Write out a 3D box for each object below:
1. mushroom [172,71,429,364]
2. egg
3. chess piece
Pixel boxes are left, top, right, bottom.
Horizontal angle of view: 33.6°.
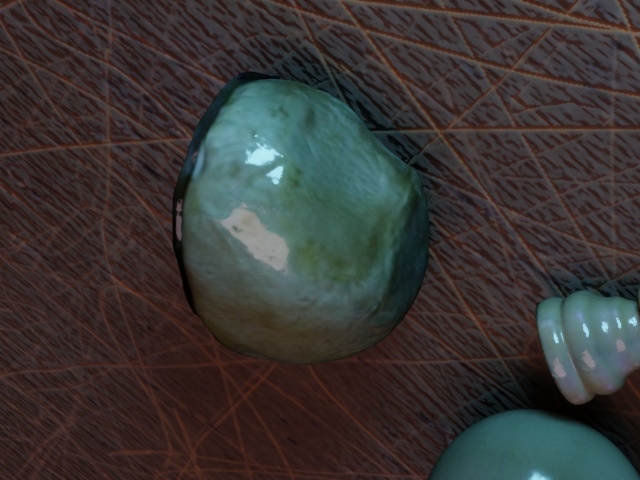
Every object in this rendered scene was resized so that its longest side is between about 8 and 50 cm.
[{"bbox_3d":[-0.003,0.002,0.877,0.164,0.189,0.267,12,126,21],"label":"mushroom"},{"bbox_3d":[0.197,0.278,0.955,0.219,0.219,0.269,-6,123,27],"label":"egg"},{"bbox_3d":[0.271,0.068,0.870,0.170,0.094,0.094,-23,110,29],"label":"chess piece"}]
